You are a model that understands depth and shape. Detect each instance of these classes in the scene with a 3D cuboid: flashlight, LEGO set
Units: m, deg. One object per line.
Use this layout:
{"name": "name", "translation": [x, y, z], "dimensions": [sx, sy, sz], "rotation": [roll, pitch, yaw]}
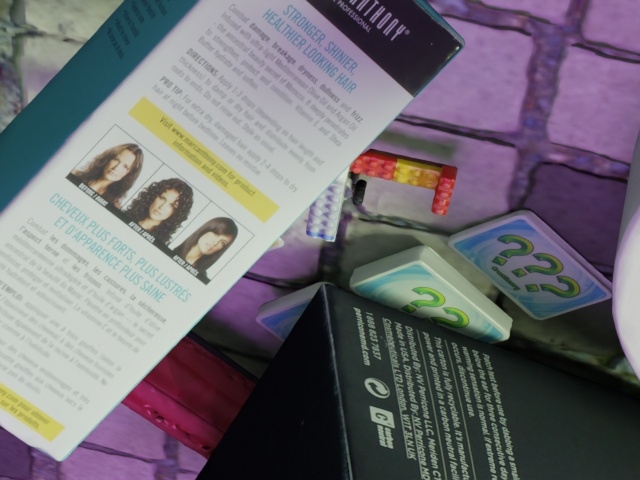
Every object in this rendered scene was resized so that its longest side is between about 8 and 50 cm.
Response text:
{"name": "flashlight", "translation": [-0.085, 0.077, 1.069], "dimensions": [0.304, 0.103, 0.103], "rotation": [38, 146, -28]}
{"name": "LEGO set", "translation": [0.000, 0.000, 0.961], "dimensions": [0.182, 0.060, 0.244], "rotation": [-20, 132, 38]}

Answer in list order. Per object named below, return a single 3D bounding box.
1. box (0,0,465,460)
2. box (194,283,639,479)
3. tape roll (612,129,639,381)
{"name": "box", "translation": [-0.065, -0.032, 0.805], "dimensions": [0.244, 0.060, 0.100], "rotation": [-46, 122, 8]}
{"name": "box", "translation": [0.065, 0.243, 1.037], "dimensions": [0.313, 0.179, 0.343], "rotation": [21, 121, -20]}
{"name": "tape roll", "translation": [0.319, 0.022, 0.842], "dimensions": [0.392, 0.072, 0.392], "rotation": [11, 148, 7]}
